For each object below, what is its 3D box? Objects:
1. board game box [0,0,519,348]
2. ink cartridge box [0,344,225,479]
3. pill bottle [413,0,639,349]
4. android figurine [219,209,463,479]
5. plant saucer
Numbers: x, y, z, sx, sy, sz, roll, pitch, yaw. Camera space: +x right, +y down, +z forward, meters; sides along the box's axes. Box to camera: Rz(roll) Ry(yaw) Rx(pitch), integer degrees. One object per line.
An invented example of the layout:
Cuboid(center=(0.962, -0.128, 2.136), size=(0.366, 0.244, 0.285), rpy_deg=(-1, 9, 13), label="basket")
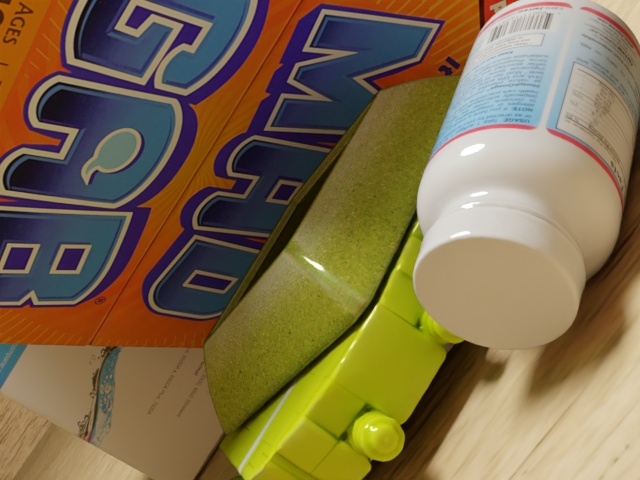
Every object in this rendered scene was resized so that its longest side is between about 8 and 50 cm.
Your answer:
Cuboid(center=(-0.142, -0.172, 0.746), size=(0.356, 0.356, 0.356), rpy_deg=(-53, 48, 32), label="board game box")
Cuboid(center=(-0.176, 0.081, 0.944), size=(0.168, 0.232, 0.171), rpy_deg=(-58, 10, 1), label="ink cartridge box")
Cuboid(center=(0.093, -0.032, 0.466), size=(0.087, 0.087, 0.160), rpy_deg=(-45, 15, 47), label="pill bottle")
Cuboid(center=(0.015, 0.069, 0.594), size=(0.248, 0.056, 0.273), rpy_deg=(-57, 8, -12), label="android figurine")
Cuboid(center=(0.000, 0.000, 0.607), size=(0.188, 0.045, 0.188), rpy_deg=(-48, 10, 52), label="plant saucer")
